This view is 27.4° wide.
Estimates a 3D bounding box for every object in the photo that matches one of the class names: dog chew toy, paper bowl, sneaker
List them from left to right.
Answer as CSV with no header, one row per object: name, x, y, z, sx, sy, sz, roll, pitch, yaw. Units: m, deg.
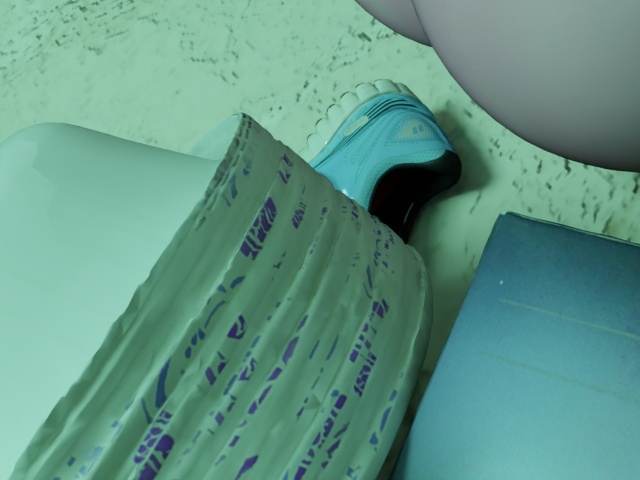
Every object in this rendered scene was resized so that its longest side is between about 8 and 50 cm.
paper bowl,-0.104,0.073,0.465,0.284,0.148,0.284,-48,12,14
sneaker,0.000,0.000,0.610,0.162,0.063,0.073,-48,53,3
dog chew toy,0.086,-0.162,0.557,0.206,0.206,0.332,-52,42,0

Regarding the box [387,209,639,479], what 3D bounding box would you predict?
box,0.146,0.181,0.341,0.296,0.183,0.294,15,76,38
